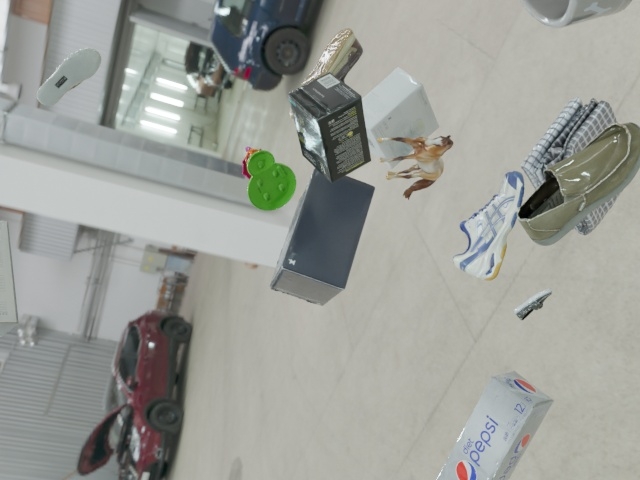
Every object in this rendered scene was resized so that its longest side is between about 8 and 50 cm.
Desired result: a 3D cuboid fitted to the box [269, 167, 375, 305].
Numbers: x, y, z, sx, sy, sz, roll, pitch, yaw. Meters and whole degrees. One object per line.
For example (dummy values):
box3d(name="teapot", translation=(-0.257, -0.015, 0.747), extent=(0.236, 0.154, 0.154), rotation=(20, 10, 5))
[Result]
box3d(name="box", translation=(0.000, 0.000, 1.633), extent=(0.294, 0.182, 0.297), rotation=(124, 165, -73))

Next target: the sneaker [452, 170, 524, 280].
box3d(name="sneaker", translation=(0.434, -0.051, 1.546), extent=(0.112, 0.130, 0.297), rotation=(40, -111, -77))

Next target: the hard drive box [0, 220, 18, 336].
box3d(name="hard drive box", translation=(-0.717, 0.071, 1.180), extent=(0.089, 0.181, 0.232), rotation=(-30, 65, 33))

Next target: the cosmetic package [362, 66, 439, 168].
box3d(name="cosmetic package", translation=(0.245, -0.399, 1.964), extent=(0.224, 0.224, 0.138), rotation=(-43, 52, -1))

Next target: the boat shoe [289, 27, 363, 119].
box3d(name="boat shoe", translation=(0.022, -0.426, 1.584), extent=(0.285, 0.092, 0.102), rotation=(-59, 32, -7))

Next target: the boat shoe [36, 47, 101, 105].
box3d(name="boat shoe", translation=(-0.713, -0.471, 1.690), extent=(0.219, 0.078, 0.070), rotation=(-36, 30, 5))

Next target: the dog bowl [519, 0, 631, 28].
box3d(name="dog bowl", translation=(0.388, -0.522, 1.001), extent=(0.349, 0.102, 0.349), rotation=(63, -175, -10))

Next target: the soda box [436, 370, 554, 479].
box3d(name="soda box", translation=(0.327, 0.397, 1.145), extent=(0.098, 0.091, 0.287), rotation=(37, 114, 41))

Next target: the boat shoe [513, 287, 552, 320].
box3d(name="boat shoe", translation=(0.628, 0.186, 1.743), extent=(0.142, 0.049, 0.040), rotation=(-49, 62, 43))

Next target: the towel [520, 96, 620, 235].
box3d(name="towel", translation=(0.653, -0.181, 1.469), extent=(0.235, 0.283, 0.121), rotation=(-51, 36, -7))

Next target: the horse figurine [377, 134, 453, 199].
box3d(name="horse figurine", translation=(0.239, -0.189, 1.451), extent=(0.263, 0.174, 0.066), rotation=(59, -149, -62))

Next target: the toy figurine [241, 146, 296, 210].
box3d(name="toy figurine", translation=(-0.158, -0.184, 1.512), extent=(0.159, 0.130, 0.173), rotation=(50, 169, 49))

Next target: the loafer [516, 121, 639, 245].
box3d(name="loafer", translation=(0.430, -0.097, 0.998), extent=(0.251, 0.087, 0.094), rotation=(-53, 32, 23))

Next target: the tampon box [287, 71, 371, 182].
box3d(name="tampon box", translation=(0.020, -0.222, 1.177), extent=(0.120, 0.101, 0.161), rotation=(48, 162, 39))
